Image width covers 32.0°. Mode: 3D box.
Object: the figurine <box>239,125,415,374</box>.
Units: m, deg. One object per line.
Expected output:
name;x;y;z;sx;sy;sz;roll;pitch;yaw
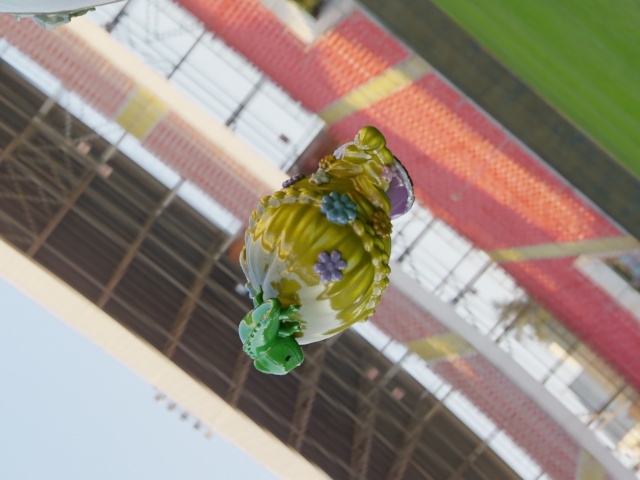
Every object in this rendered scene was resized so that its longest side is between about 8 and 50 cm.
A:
figurine;0.000;0.000;0.679;0.095;0.156;0.115;30;147;16

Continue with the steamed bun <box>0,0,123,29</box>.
steamed bun;-0.142;-0.186;0.587;0.170;0.152;0.238;-7;-163;-28
